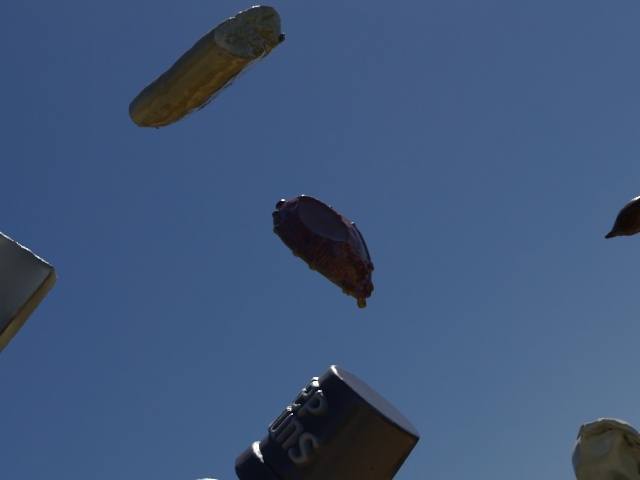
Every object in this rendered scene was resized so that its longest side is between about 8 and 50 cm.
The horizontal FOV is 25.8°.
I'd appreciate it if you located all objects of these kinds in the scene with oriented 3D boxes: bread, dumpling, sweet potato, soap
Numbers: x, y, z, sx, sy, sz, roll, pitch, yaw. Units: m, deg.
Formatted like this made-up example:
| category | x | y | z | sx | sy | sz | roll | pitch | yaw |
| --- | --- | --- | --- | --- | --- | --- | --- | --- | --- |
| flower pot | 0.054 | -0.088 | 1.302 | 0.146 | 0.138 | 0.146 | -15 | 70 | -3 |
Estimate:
| category | x | y | z | sx | sy | sz | roll | pitch | yaw |
| --- | --- | --- | --- | --- | --- | --- | --- | --- | --- |
| bread | -0.136 | -0.203 | 1.671 | 0.178 | 0.060 | 0.139 | -34 | 3 | 39 |
| dumpling | 0.527 | 0.393 | 2.467 | 0.162 | 0.132 | 0.250 | -8 | -50 | 11 |
| sweet potato | 0.471 | -0.030 | 2.129 | 0.049 | 0.049 | 0.117 | -13 | -19 | -38 |
| soap | -0.522 | 0.091 | 2.237 | 0.183 | 0.121 | 0.064 | -54 | -9 | -22 |

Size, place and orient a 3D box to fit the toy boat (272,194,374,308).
| category | x | y | z | sx | sy | sz | roll | pitch | yaw |
| --- | --- | --- | --- | --- | --- | --- | --- | --- | --- |
| toy boat | 0.001 | -0.004 | 2.515 | 0.141 | 0.318 | 0.099 | -15 | -50 | -23 |

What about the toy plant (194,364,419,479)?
| category | x | y | z | sx | sy | sz | roll | pitch | yaw |
| --- | --- | --- | --- | --- | --- | --- | --- | --- | --- |
| toy plant | -0.060 | 0.349 | 1.791 | 0.400 | 0.279 | 0.185 | -50 | -29 | 3 |
